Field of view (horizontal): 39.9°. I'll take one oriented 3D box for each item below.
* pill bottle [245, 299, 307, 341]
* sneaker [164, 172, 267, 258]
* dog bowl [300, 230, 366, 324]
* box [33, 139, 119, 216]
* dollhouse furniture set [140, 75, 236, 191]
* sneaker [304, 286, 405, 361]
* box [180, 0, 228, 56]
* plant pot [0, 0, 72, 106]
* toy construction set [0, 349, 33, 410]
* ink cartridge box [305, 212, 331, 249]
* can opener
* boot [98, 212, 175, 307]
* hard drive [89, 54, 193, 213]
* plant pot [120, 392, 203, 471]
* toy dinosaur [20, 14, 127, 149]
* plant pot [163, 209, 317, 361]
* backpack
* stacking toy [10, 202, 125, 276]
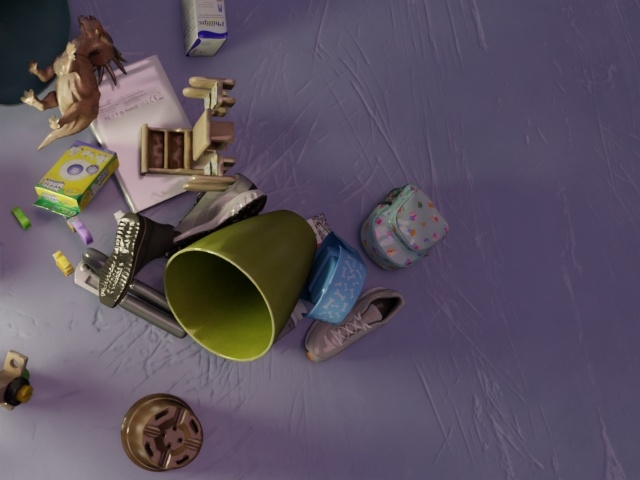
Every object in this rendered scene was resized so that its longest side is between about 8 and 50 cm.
[{"bbox_3d":[-0.101,0.181,1.972,0.137,0.078,0.078,-36,95,-20],"label":"pill bottle"},{"bbox_3d":[-0.253,-0.051,1.955,0.272,0.100,0.108,-34,70,-17],"label":"sneaker"},{"bbox_3d":[0.026,0.083,1.865,0.074,0.297,0.165,27,98,-9],"label":"dog bowl"},{"bbox_3d":[-0.513,-0.128,1.841,0.105,0.043,0.179,17,53,14],"label":"box"},{"bbox_3d":[-0.279,-0.208,1.835,0.161,0.242,0.212,2,81,-19],"label":"dollhouse furniture set"},{"bbox_3d":[0.080,0.184,2.011,0.262,0.121,0.099,-35,94,-20],"label":"sneaker"},{"bbox_3d":[-0.264,-0.499,1.988,0.072,0.126,0.137,-3,84,-21],"label":"box"},{"bbox_3d":[-0.678,-0.438,1.781,0.196,0.290,0.290,22,73,21],"label":"plant pot"},{"bbox_3d":[-0.697,0.239,1.706,0.237,0.258,0.308,-29,115,-63],"label":"toy construction set"},{"bbox_3d":[0.000,0.000,2.059,0.063,0.029,0.115,-25,91,-21],"label":"ink cartridge box"},{"bbox_3d":[-0.395,0.118,1.876,0.280,0.093,0.074,33,68,-15],"label":"can opener"},{"bbox_3d":[-0.371,0.048,1.822,0.077,0.137,0.197,26,96,29],"label":"boot"},{"bbox_3d":[-0.388,-0.236,1.952,0.203,0.040,0.307,-26,91,-21],"label":"hard drive"},{"bbox_3d":[-0.319,0.400,1.818,0.167,0.165,0.166,3,80,-19],"label":"plant pot"},{"bbox_3d":[-0.503,-0.322,1.851,0.127,0.200,0.295,19,104,25],"label":"toy dinosaur"},{"bbox_3d":[-0.138,0.063,1.887,0.274,0.275,0.293,51,44,-6],"label":"plant pot"},{"bbox_3d":[0.195,-0.025,2.072,0.188,0.144,0.166,-41,102,-17],"label":"backpack"},{"bbox_3d":[-0.517,-0.045,1.830,0.167,0.052,0.221,-37,64,-22],"label":"stacking toy"}]
